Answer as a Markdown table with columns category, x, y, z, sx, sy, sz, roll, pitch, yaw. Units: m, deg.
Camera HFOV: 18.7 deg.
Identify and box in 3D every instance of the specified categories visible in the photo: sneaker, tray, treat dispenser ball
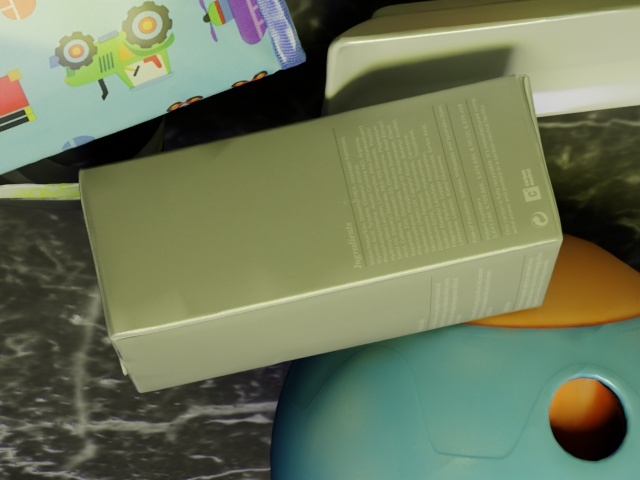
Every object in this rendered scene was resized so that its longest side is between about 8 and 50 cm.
| category | x | y | z | sx | sy | sz | roll | pitch | yaw |
| --- | --- | --- | --- | --- | --- | --- | --- | --- | --- |
| sneaker | -0.189 | -0.067 | 1.018 | 0.235 | 0.084 | 0.097 | -6 | 149 | -16 |
| tray | 0.134 | -0.102 | 1.010 | 0.270 | 0.030 | 0.145 | -7 | 165 | -4 |
| treat dispenser ball | 0.112 | 0.134 | 1.186 | 0.288 | 0.288 | 0.288 | -3 | 149 | -2 |

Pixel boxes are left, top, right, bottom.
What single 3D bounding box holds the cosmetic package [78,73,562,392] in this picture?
| category | x | y | z | sx | sy | sz | roll | pitch | yaw |
| --- | --- | --- | --- | --- | --- | --- | --- | --- | --- |
| cosmetic package | 0.000 | 0.000 | 1.029 | 0.238 | 0.107 | 0.127 | -9 | 163 | -4 |

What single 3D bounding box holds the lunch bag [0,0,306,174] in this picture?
| category | x | y | z | sx | sy | sz | roll | pitch | yaw |
| --- | --- | --- | --- | --- | --- | --- | --- | --- | --- |
| lunch bag | -0.156 | -0.170 | 0.767 | 0.221 | 0.138 | 0.293 | -21 | 140 | -2 |
